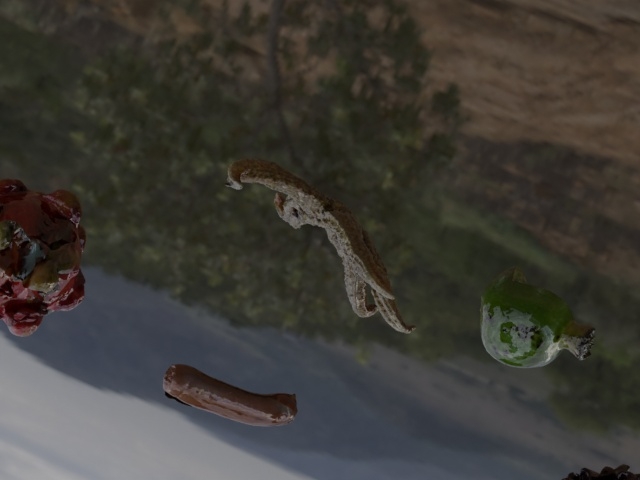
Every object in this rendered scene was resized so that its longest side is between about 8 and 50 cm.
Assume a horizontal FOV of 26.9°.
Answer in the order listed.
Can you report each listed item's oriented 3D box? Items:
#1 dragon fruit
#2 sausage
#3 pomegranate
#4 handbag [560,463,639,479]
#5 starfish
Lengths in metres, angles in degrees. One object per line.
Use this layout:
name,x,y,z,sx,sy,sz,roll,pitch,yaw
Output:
dragon fruit,-0.457,0.030,1.979,0.227,0.243,0.307,52,-156,-7
sausage,-0.097,0.174,1.478,0.177,0.040,0.047,21,-141,-34
pomegranate,0.288,0.123,1.862,0.169,0.122,0.143,45,154,34
handbag,0.325,0.382,1.618,0.074,0.216,0.203,7,-172,42
starfish,0.006,-0.009,1.790,0.327,0.094,0.375,44,177,-19
